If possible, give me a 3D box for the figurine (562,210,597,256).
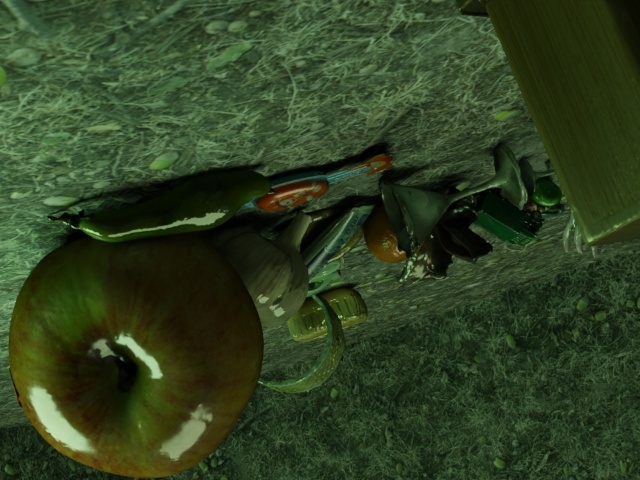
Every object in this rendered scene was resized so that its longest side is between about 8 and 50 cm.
[{"bbox_3d":[0.440,-0.126,1.319,0.206,0.284,0.315,-18,178,12],"label":"figurine"}]

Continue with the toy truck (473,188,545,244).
[{"bbox_3d":[0.393,-0.049,1.836,0.147,0.079,0.065,29,154,-10],"label":"toy truck"}]

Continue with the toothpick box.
[{"bbox_3d":[0.303,-0.166,0.883,0.187,0.308,0.190,-7,161,-35],"label":"toothpick box"}]

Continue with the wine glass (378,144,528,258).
[{"bbox_3d":[0.234,-0.075,1.534,0.232,0.156,0.156,-20,167,-5],"label":"wine glass"}]

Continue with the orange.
[{"bbox_3d":[0.142,-0.021,1.662,0.117,0.136,0.135,19,162,-2],"label":"orange"}]

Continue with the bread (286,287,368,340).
[{"bbox_3d":[0.016,0.206,2.458,0.236,0.106,0.140,-22,164,19],"label":"bread"}]

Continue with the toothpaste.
[{"bbox_3d":[0.003,0.018,1.665,0.069,0.047,0.268,22,124,-33],"label":"toothpaste"}]

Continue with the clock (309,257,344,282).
[{"bbox_3d":[-0.027,0.042,1.849,0.151,0.062,0.191,-4,161,-40],"label":"clock"}]

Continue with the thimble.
[{"bbox_3d":[-0.085,0.233,2.128,0.270,0.271,0.150,-18,162,8],"label":"thimble"}]

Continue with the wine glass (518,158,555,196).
[{"bbox_3d":[0.485,-0.142,1.674,0.195,0.079,0.079,-14,166,-6],"label":"wine glass"}]

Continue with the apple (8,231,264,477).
[{"bbox_3d":[-0.285,0.161,1.377,0.400,0.400,0.333,-17,-169,3],"label":"apple"}]

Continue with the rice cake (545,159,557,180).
[{"bbox_3d":[0.553,-0.164,1.742,0.210,0.043,0.034,-14,174,-7],"label":"rice cake"}]

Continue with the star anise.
[{"bbox_3d":[0.248,-0.001,1.713,0.110,0.198,0.257,26,149,-15],"label":"star anise"}]

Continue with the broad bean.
[{"bbox_3d":[-0.221,-0.043,1.253,0.325,0.075,0.067,-13,167,-16],"label":"broad bean"}]

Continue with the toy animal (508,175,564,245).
[{"bbox_3d":[0.472,-0.065,1.920,0.103,0.100,0.208,23,147,0],"label":"toy animal"}]

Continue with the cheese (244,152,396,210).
[{"bbox_3d":[-0.002,-0.092,1.393,0.256,0.037,0.106,-16,168,4],"label":"cheese"}]

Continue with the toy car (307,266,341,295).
[{"bbox_3d":[-0.061,0.093,1.986,0.224,0.076,0.090,-10,167,-24],"label":"toy car"}]

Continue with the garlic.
[{"bbox_3d":[-0.089,0.036,1.572,0.212,0.218,0.218,-49,170,-9],"label":"garlic"}]

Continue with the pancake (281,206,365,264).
[{"bbox_3d":[-0.001,-0.001,1.694,0.199,0.021,0.199,-18,149,-11],"label":"pancake"}]
